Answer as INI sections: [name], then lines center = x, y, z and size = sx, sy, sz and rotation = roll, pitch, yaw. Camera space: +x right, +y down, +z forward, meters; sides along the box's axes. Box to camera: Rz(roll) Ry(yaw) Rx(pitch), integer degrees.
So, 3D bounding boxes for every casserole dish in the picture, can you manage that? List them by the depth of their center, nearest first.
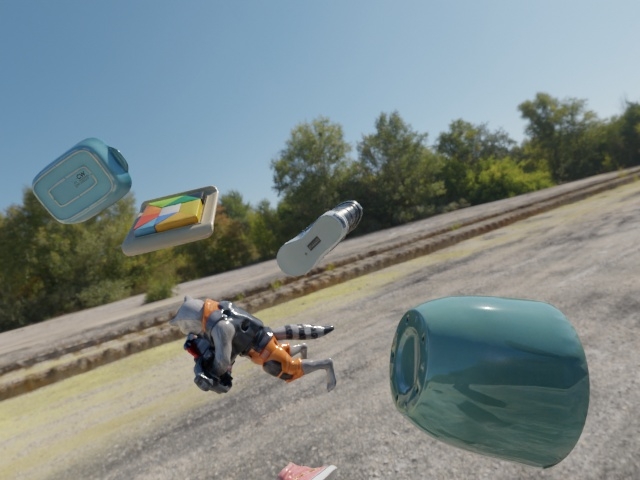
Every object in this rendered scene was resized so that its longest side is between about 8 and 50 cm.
[casserole dish]
center = -0.419, -0.097, 0.729
size = 0.189, 0.114, 0.037
rotation = -28, 18, 14

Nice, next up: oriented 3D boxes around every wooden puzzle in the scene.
[wooden puzzle]
center = -0.378, -0.065, 1.078
size = 0.221, 0.044, 0.238
rotation = -13, 35, -2

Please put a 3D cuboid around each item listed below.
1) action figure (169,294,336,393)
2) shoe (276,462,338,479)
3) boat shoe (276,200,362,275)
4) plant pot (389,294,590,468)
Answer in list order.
[action figure]
center = -0.155, 0.202, 0.916
size = 0.331, 0.178, 0.341
rotation = 25, 2, -19
[shoe]
center = -0.026, 0.515, 0.916
size = 0.081, 0.063, 0.178
rotation = 18, -7, 26
[boat shoe]
center = 0.000, 0.000, 0.737
size = 0.183, 0.065, 0.083
rotation = -38, -2, 42
[plant pot]
center = 0.262, 0.228, 0.747
size = 0.236, 0.292, 0.293
rotation = 12, -3, -8
